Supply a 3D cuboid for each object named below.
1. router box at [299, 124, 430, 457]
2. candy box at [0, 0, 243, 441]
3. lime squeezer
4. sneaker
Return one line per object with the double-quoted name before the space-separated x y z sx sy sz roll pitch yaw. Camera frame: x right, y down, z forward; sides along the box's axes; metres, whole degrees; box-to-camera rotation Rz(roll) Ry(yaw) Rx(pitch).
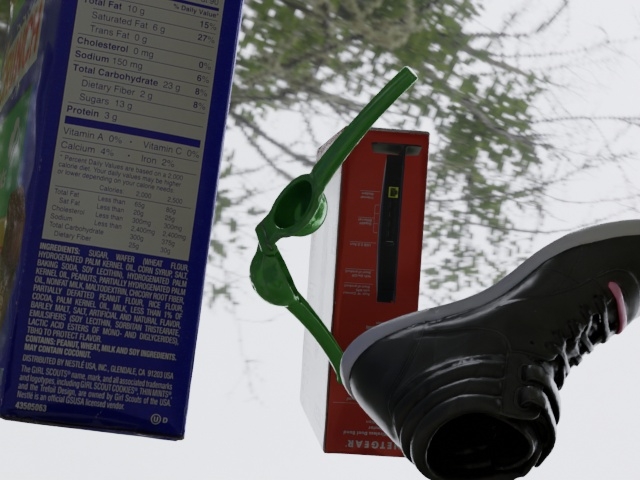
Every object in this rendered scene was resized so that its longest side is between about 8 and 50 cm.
"router box" 0.039 0.045 1.319 0.082 0.335 0.301 4 -90 -5
"candy box" -0.157 -0.037 0.867 0.122 0.268 0.317 10 -98 -20
"lime squeezer" 0.000 0.000 1.046 0.110 0.059 0.310 9 -58 -1
"sneaker" 0.172 0.090 0.951 0.295 0.105 0.147 -23 -142 -4
